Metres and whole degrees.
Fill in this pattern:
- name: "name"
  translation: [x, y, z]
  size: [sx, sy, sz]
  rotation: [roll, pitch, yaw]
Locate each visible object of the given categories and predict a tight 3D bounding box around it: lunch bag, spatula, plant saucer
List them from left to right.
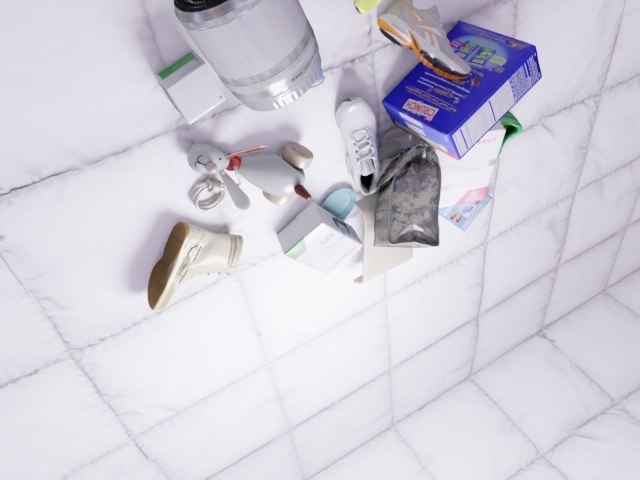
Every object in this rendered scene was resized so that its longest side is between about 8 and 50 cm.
- name: "plant saucer"
  translation: [0.051, -0.109, 1.716]
  size: [0.119, 0.021, 0.119]
  rotation: [-21, 135, -23]
- name: "lunch bag"
  translation: [0.240, -0.123, 1.623]
  size: [0.168, 0.235, 0.287]
  rotation: [3, 89, -6]
- name: "spatula"
  translation: [0.277, -0.328, 1.708]
  size: [0.242, 0.019, 0.168]
  rotation: [-18, 133, -30]

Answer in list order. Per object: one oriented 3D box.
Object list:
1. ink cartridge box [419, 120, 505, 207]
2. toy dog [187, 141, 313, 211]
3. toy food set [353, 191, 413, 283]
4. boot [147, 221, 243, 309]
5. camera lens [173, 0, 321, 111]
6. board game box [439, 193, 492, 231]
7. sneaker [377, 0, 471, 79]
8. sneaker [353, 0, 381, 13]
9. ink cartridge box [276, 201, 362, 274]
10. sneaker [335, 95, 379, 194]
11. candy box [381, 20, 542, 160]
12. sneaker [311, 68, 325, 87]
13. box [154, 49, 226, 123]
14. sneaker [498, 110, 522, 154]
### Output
- name: "ink cartridge box"
  translation: [0.399, -0.238, 1.689]
  size: [0.207, 0.117, 0.283]
  rotation: [-10, 140, -9]
- name: "toy dog"
  translation: [-0.149, -0.153, 1.416]
  size: [0.333, 0.161, 0.220]
  rotation: [-15, 132, -27]
- name: "toy food set"
  translation: [0.198, -0.022, 1.859]
  size: [0.219, 0.092, 0.306]
  rotation: [-23, 129, -29]
- name: "boot"
  translation: [-0.333, 0.081, 1.533]
  size: [0.203, 0.095, 0.262]
  rotation: [11, 113, -44]
- name: "camera lens"
  translation: [-0.139, -0.424, 1.143]
  size: [0.219, 0.219, 0.274]
  rotation: [-39, 139, -3]
- name: "board game box"
  translation: [0.504, -0.132, 2.033]
  size: [0.211, 0.039, 0.160]
  rotation: [24, 108, -47]
- name: "sneaker"
  translation: [0.275, -0.503, 1.402]
  size: [0.121, 0.262, 0.099]
  rotation: [-54, -177, 3]
- name: "sneaker"
  translation: [0.162, -0.604, 1.316]
  size: [0.208, 0.094, 0.081]
  rotation: [-48, 140, 9]
- name: "ink cartridge box"
  translation: [0.000, 0.000, 1.699]
  size: [0.154, 0.093, 0.212]
  rotation: [-41, 139, 19]
- name: "sneaker"
  translation: [0.118, -0.253, 1.549]
  size: [0.111, 0.129, 0.297]
  rotation: [-17, 135, 1]
- name: "candy box"
  translation: [0.365, -0.397, 1.507]
  size: [0.317, 0.268, 0.122]
  rotation: [-44, 137, -3]
- name: "sneaker"
  translation: [-0.056, -0.386, 1.372]
  size: [0.144, 0.053, 0.059]
  rotation: [-34, 140, -21]
- name: "box"
  translation: [-0.277, -0.326, 1.223]
  size: [0.101, 0.087, 0.102]
  rotation: [-36, 139, -7]
- name: "sneaker"
  translation: [0.510, -0.316, 1.814]
  size: [0.295, 0.123, 0.109]
  rotation: [-34, 139, -8]
